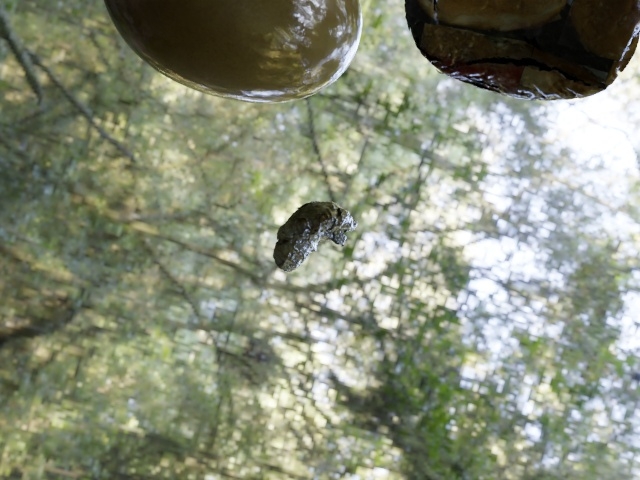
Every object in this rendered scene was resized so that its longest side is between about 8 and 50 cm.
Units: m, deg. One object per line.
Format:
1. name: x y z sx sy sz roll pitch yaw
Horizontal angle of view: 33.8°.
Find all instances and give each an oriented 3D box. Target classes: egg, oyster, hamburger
1. egg: -0.102 -0.292 1.233 0.250 0.322 0.250 -61 -171 16
2. oyster: 0.000 0.000 1.018 0.038 0.080 0.083 9 -108 51
3. hamburger: 0.180 -0.228 0.881 0.231 0.231 0.107 -56 -177 38
